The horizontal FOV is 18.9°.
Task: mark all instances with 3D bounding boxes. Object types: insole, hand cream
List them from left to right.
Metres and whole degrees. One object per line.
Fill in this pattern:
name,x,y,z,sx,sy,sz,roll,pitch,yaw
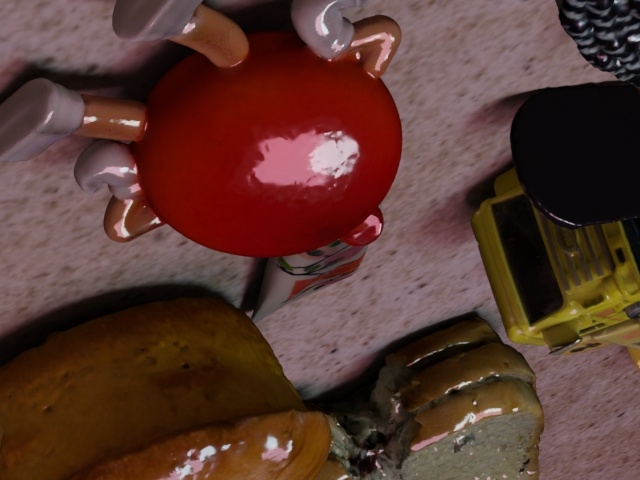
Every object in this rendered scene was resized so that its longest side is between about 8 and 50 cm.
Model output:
hand cream,0.000,0.000,1.155,0.080,0.050,0.234,-25,165,-14
insole,0.257,-0.056,1.220,0.348,0.119,0.009,-4,167,-34

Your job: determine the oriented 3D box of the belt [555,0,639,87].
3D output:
belt,0.182,-0.181,0.806,0.207,0.150,0.257,-9,153,-15

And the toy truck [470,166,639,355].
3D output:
toy truck,0.200,0.018,1.309,0.157,0.124,0.272,-25,164,25

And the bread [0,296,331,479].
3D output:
bread,-0.119,0.141,1.204,0.268,0.145,0.268,-23,162,-8

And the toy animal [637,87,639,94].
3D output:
toy animal,0.339,-0.139,1.014,0.363,0.180,0.181,-17,-175,-10

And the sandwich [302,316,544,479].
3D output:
sandwich,0.041,0.173,1.514,0.273,0.095,0.249,-22,154,-6

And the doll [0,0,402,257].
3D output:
doll,-0.036,-0.059,0.931,0.217,0.085,0.183,24,127,-40

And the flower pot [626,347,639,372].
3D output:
flower pot,0.381,0.097,1.614,0.179,0.195,0.195,-38,158,-3
